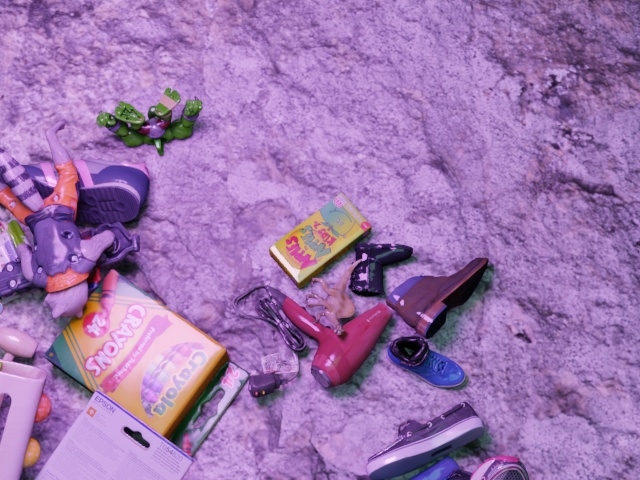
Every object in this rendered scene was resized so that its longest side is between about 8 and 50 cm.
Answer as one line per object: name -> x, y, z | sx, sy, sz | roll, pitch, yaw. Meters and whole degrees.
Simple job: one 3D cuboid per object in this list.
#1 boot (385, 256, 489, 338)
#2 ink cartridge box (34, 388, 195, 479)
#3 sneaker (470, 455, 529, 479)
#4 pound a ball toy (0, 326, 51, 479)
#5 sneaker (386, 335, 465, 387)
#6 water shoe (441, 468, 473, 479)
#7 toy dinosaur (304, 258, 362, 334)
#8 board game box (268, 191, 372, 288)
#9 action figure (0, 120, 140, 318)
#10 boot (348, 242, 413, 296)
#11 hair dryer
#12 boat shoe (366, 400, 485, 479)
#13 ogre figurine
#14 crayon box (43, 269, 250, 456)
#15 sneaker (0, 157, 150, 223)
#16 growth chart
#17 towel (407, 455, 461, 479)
boot -> 0.221, 0.081, 1.815 | 0.106, 0.082, 0.219 | 32, 54, 25
ink cartridge box -> -0.361, 0.411, 1.690 | 0.223, 0.045, 0.224 | 34, 88, 11
sneaker -> 0.299, 0.503, 1.585 | 0.121, 0.112, 0.299 | 6, 89, -12
pound a ball toy -> -0.545, 0.326, 1.685 | 0.135, 0.208, 0.319 | 15, 88, -11
sneaker -> 0.195, 0.220, 1.767 | 0.152, 0.084, 0.058 | 24, 72, 7
water shoe -> 0.227, 0.439, 1.676 | 0.203, 0.073, 0.080 | -2, 53, -12
toy dinosaur -> 0.022, 0.106, 1.788 | 0.092, 0.053, 0.183 | 17, 49, -4
board game box -> 0.000, 0.000, 1.863 | 0.181, 0.043, 0.092 | -38, 76, -13
action figure -> -0.522, -0.002, 1.734 | 0.341, 0.178, 0.330 | -26, 82, 3
boot -> 0.114, 0.056, 1.844 | 0.121, 0.045, 0.099 | 2, 68, 8
hair dryer -> -0.007, 0.164, 1.785 | 0.293, 0.080, 0.224 | -6, 66, -8
boat shoe -> 0.178, 0.351, 1.730 | 0.228, 0.080, 0.076 | -24, 55, -6
ogre figurine -> -0.328, -0.228, 1.898 | 0.197, 0.118, 0.097 | -27, 69, -11
crayon box -> -0.310, 0.224, 1.760 | 0.318, 0.081, 0.202 | 32, 73, 9
sneaker -> -0.483, -0.110, 1.879 | 0.319, 0.112, 0.131 | 8, 40, 8
growth chart -> -0.644, 0.068, 1.835 | 0.237, 0.021, 0.172 | -34, 80, -10
towel -> 0.219, 0.574, 1.676 | 0.243, 0.040, 0.336 | -30, 75, -13
